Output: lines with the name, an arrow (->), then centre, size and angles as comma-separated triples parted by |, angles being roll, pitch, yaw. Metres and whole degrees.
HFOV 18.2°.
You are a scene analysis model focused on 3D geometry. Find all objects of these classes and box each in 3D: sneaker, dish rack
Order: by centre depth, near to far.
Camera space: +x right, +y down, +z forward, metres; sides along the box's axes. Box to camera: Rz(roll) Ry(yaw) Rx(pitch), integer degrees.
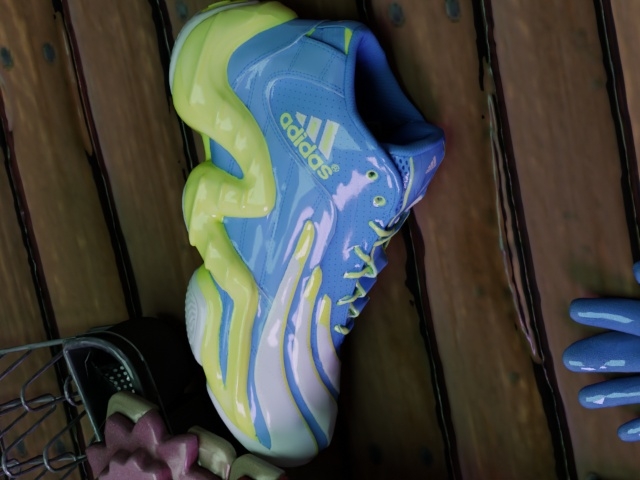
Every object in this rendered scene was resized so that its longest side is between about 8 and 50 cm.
sneaker -> 0.000, 0.000, 0.973 | 0.126, 0.091, 0.240 | -1, 108, 32
dish rack -> -0.161, 0.153, 1.151 | 0.271, 0.074, 0.208 | -11, 103, 35

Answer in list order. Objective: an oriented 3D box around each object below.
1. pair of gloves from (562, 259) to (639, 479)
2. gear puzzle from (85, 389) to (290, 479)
pair of gloves -> 0.192, 0.106, 0.938 | 0.159, 0.023, 0.198 | 6, 112, 31
gear puzzle -> 0.007, 0.214, 0.980 | 0.339, 0.044, 0.175 | 24, 118, 26
